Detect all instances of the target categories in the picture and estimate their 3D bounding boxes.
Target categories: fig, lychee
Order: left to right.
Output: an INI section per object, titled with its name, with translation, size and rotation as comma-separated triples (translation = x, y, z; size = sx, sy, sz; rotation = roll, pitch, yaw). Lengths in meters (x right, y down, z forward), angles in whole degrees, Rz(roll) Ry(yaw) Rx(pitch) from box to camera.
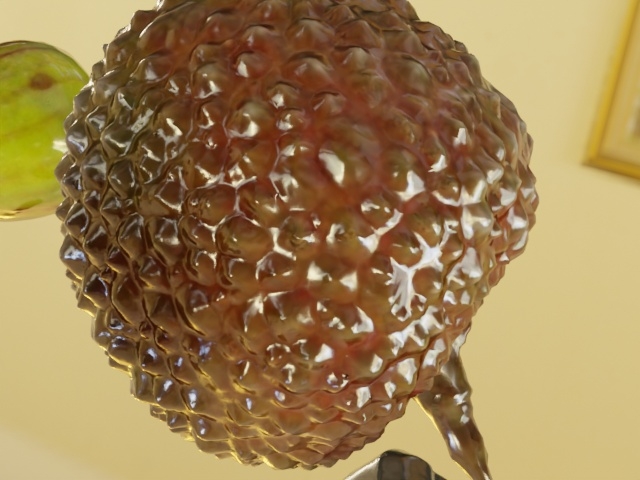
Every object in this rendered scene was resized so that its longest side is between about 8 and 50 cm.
[fig]
translation = -0.170, -0.046, 0.904
size = 0.166, 0.093, 0.093
rotation = -12, -150, -43
[lychee]
translation = 0.000, 0.000, 0.660
size = 0.197, 0.165, 0.165
rotation = 41, -163, -5

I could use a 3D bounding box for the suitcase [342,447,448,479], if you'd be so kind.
[suitcase]
translation = 0.085, 0.238, 0.820
size = 0.206, 0.066, 0.285
rotation = 32, -147, -21
